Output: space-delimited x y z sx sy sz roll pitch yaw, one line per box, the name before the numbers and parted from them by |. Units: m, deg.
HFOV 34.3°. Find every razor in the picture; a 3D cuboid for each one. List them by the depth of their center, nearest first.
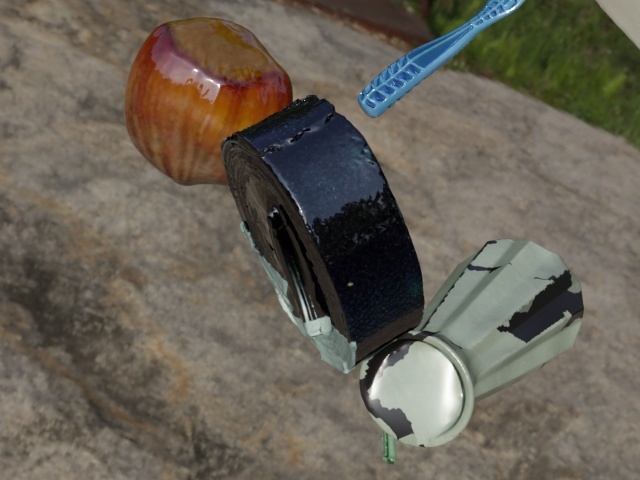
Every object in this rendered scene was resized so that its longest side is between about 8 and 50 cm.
razor | 0.144 -0.218 1.109 0.082 0.253 0.042 47 -6 30

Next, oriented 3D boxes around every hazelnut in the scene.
hazelnut | -0.140 -0.176 1.310 0.210 0.210 0.186 21 51 -13

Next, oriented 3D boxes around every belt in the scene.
belt | 0.000 0.000 0.740 0.078 0.198 0.151 -30 22 -18

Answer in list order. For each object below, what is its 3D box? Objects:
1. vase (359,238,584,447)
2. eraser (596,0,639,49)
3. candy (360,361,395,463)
vase | 0.170 0.102 1.113 0.165 0.165 0.360 36 25 16
eraser | 0.306 -0.184 0.690 0.279 0.081 0.124 -33 77 -38
candy | 0.093 0.204 1.394 0.093 0.092 0.335 46 18 -15
